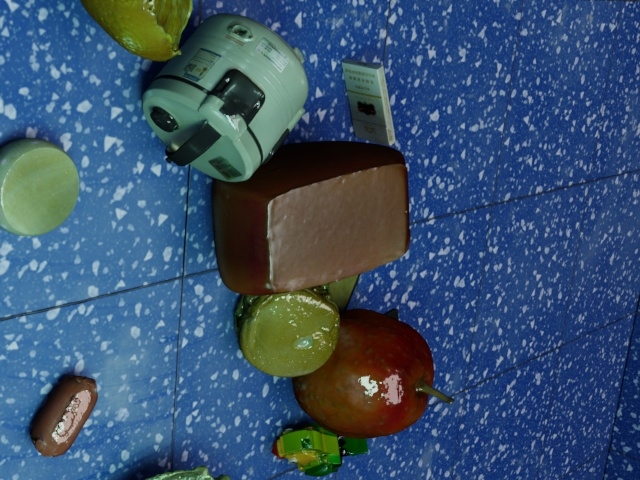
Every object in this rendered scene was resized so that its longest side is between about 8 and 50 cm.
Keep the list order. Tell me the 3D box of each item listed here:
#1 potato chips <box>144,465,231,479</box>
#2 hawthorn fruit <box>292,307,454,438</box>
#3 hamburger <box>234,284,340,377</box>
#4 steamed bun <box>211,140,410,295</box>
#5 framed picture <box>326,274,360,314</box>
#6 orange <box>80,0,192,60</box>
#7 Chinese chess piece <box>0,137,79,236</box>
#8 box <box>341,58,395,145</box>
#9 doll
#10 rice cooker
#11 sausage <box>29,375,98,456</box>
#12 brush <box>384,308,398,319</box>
[{"bbox_3d":[-0.307,0.588,1.823,0.429,0.070,0.359,-30,116,-20],"label":"potato chips"},{"bbox_3d":[0.116,0.278,2.082,0.287,0.330,0.287,-26,121,-53],"label":"hawthorn fruit"},{"bbox_3d":[-0.067,0.156,1.953,0.189,0.122,0.215,-4,118,-14],"label":"hamburger"},{"bbox_3d":[-0.029,-0.048,1.831,0.379,0.248,0.235,-17,115,-34],"label":"steamed bun"},{"bbox_3d":[0.000,0.000,2.078,0.338,0.014,0.255,25,85,-52],"label":"framed picture"},{"bbox_3d":[-0.243,-0.425,1.427,0.196,0.262,0.335,14,95,-11],"label":"orange"},{"bbox_3d":[-0.420,-0.077,1.510,0.144,0.058,0.144,-21,120,-42],"label":"Chinese chess piece"},{"bbox_3d":[0.094,-0.267,2.017,0.024,0.090,0.167,-39,132,-34],"label":"box"},{"bbox_3d":[-0.010,0.430,2.160,0.186,0.134,0.106,21,54,-46],"label":"doll"},{"bbox_3d":[-0.149,-0.216,1.639,0.244,0.226,0.226,-53,138,-23],"label":"rice cooker"},{"bbox_3d":[-0.408,0.276,1.660,0.141,0.076,0.076,-58,140,-14],"label":"sausage"},{"bbox_3d":[0.160,0.248,2.374,0.063,0.016,0.193,-25,123,-41],"label":"brush"}]
